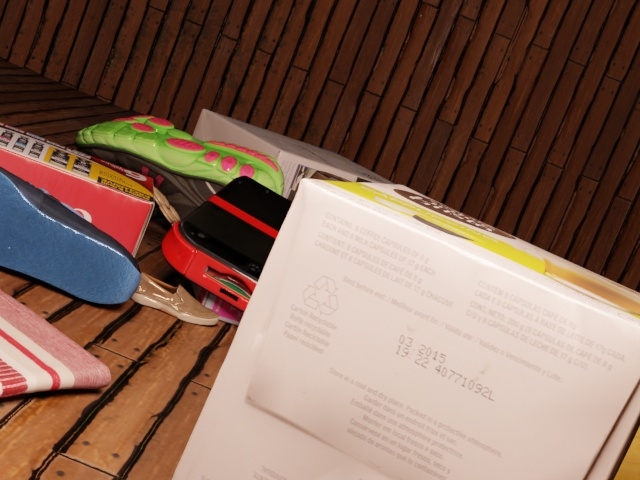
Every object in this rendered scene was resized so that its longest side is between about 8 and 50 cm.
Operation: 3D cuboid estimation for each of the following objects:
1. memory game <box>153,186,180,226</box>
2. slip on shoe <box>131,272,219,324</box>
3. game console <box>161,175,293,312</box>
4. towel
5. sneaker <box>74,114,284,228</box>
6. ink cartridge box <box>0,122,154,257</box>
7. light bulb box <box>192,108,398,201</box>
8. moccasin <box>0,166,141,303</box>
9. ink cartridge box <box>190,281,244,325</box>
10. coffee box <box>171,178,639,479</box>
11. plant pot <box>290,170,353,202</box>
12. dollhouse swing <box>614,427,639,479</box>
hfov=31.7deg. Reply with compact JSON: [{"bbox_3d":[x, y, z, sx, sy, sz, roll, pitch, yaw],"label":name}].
[{"bbox_3d":[-0.237,-0.017,1.939,0.186,0.012,0.186,56,-1,2],"label":"memory game"},{"bbox_3d":[-0.209,0.086,1.646,0.135,0.041,0.051,21,9,-7],"label":"slip on shoe"},{"bbox_3d":[-0.032,0.046,1.783,0.386,0.060,0.342,31,24,6],"label":"game console"},{"bbox_3d":[-0.403,0.102,1.150,0.237,0.037,0.329,29,13,28],"label":"towel"},{"bbox_3d":[-0.291,-0.110,2.139,0.482,0.202,0.185,22,24,31],"label":"sneaker"},{"bbox_3d":[-0.424,-0.069,1.761,0.309,0.130,0.272,20,10,-14],"label":"ink cartridge box"},{"bbox_3d":[-0.067,-0.094,2.411,0.361,0.225,0.358,16,10,-36],"label":"light bulb box"},{"bbox_3d":[-0.409,-0.010,1.554,0.342,0.138,0.117,35,4,-6],"label":"moccasin"},{"bbox_3d":[-0.052,0.110,1.818,0.311,0.065,0.186,21,10,-18],"label":"ink cartridge box"},{"bbox_3d":[0.116,0.158,1.072,0.337,0.338,0.334,26,10,18],"label":"coffee box"},{"bbox_3d":[0.000,0.000,2.023,0.215,0.230,0.215,22,10,-4],"label":"plant pot"},{"bbox_3d":[0.580,0.209,1.677,0.315,0.305,0.347,4,-1,34],"label":"dollhouse swing"}]
